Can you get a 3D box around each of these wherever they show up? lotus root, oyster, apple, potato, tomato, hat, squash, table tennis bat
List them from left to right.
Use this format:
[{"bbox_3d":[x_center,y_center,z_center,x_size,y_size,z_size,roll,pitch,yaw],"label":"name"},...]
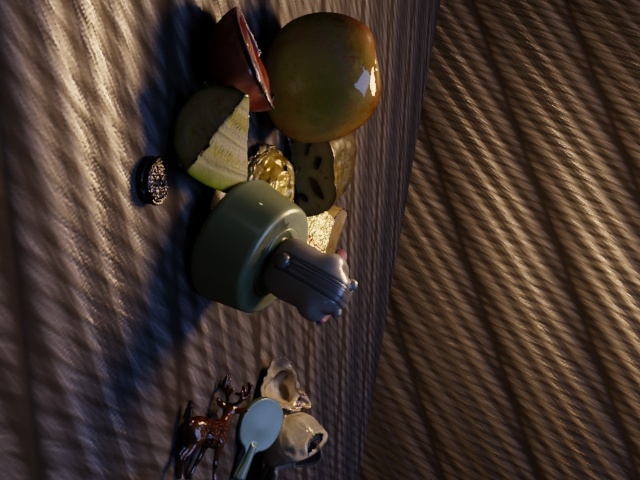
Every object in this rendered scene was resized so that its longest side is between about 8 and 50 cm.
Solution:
[{"bbox_3d":[-0.190,-0.212,1.488,0.203,0.111,0.288,-51,163,9],"label":"squash"},{"bbox_3d":[-0.176,-0.358,1.469,0.228,0.112,0.199,64,10,-65],"label":"tomato"},{"bbox_3d":[-0.181,0.545,1.990,0.149,0.038,0.237,35,72,-41],"label":"table tennis bat"},{"bbox_3d":[-0.117,0.441,2.141,0.233,0.107,0.162,47,63,-48],"label":"oyster"},{"bbox_3d":[-0.102,0.622,2.146,0.231,0.161,0.275,-13,142,-44],"label":"hat"},{"bbox_3d":[0.000,0.000,2.276,0.138,0.098,0.243,30,75,-69],"label":"potato"},{"bbox_3d":[0.013,-0.397,1.786,0.319,0.276,0.320,3,90,-73],"label":"apple"},{"bbox_3d":[0.028,-0.228,2.079,0.260,0.149,0.267,-37,121,-62],"label":"lotus root"}]

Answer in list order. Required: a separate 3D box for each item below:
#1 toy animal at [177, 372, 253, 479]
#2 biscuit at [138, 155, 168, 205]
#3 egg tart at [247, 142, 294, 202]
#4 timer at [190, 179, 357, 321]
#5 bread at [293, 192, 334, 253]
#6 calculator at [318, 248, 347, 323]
[{"bbox_3d":[-0.246,0.437,1.695,0.243,0.087,0.260,53,51,-70],"label":"toy animal"},{"bbox_3d":[-0.303,-0.109,1.323,0.087,0.027,0.089,32,68,-72],"label":"biscuit"},{"bbox_3d":[-0.124,-0.101,1.813,0.279,0.094,0.279,10,90,-73],"label":"egg tart"},{"bbox_3d":[-0.071,0.060,1.566,0.291,0.315,0.291,-49,155,-32],"label":"timer"},{"bbox_3d":[-0.051,0.018,2.108,0.178,0.141,0.266,101,7,-60],"label":"bread"},{"bbox_3d":[0.043,0.168,2.601,0.294,0.043,0.194,-57,152,-52],"label":"calculator"}]
